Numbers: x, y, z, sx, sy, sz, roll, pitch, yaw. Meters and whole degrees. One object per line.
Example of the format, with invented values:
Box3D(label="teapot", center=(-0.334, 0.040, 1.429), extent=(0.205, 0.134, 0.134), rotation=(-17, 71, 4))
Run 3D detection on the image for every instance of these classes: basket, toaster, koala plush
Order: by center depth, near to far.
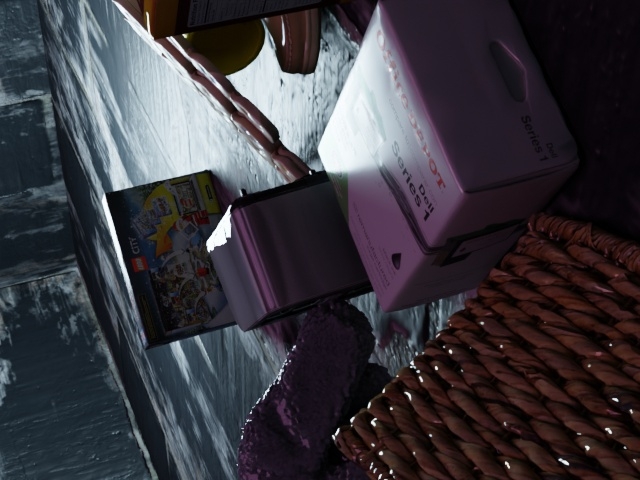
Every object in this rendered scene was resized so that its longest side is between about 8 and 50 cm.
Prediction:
Box3D(label="basket", center=(0.190, 0.149, 0.716), extent=(0.213, 0.223, 0.299), rotation=(46, 173, -23))
Box3D(label="toaster", center=(0.000, 0.000, 1.059), extent=(0.185, 0.168, 0.110), rotation=(138, 114, -71))
Box3D(label="koala plush", center=(0.033, 0.183, 1.079), extent=(0.196, 0.203, 0.221), rotation=(39, -177, 11))

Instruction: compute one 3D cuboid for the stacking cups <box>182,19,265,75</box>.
Box3D(label="stacking cups", center=(-0.164, -0.325, 1.409), extent=(0.096, 0.096, 0.316), rotation=(95, 154, -46))

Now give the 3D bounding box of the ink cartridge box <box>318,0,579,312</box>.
Box3D(label="ink cartridge box", center=(0.083, -0.064, 0.867), extent=(0.219, 0.092, 0.160), rotation=(114, 138, -63))

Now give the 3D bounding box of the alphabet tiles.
Box3D(label="alphabet tiles", center=(-0.103, -0.144, 1.224), extent=(0.284, 0.021, 0.278), rotation=(45, 177, 3))

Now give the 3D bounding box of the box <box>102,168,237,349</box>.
Box3D(label="box", center=(-0.209, 0.026, 1.718), extent=(0.044, 0.159, 0.233), rotation=(134, 120, -70))

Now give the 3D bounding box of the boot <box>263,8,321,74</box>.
Box3D(label="boot", center=(-0.117, -0.267, 1.130), extent=(0.095, 0.203, 0.262), rotation=(137, 119, -70))

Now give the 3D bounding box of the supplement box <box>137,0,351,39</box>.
Box3D(label="supplement box", center=(-0.075, -0.299, 0.996), extent=(0.129, 0.194, 0.191), rotation=(114, 138, -63))
